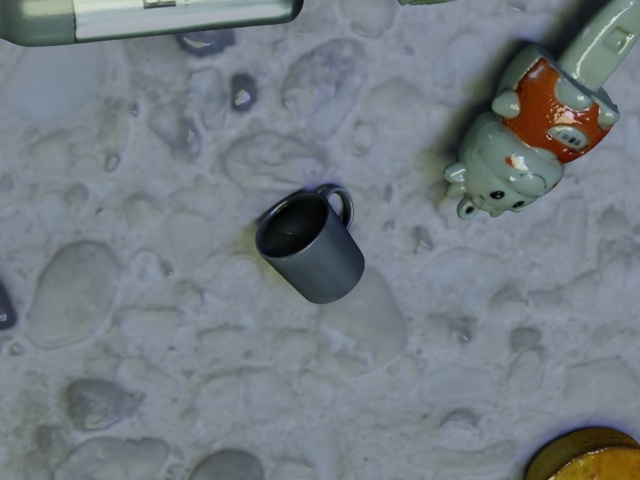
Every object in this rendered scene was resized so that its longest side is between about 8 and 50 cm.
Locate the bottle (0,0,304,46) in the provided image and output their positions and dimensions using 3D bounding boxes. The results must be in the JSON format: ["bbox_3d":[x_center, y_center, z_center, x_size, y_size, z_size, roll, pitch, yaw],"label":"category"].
[{"bbox_3d":[-0.142,-0.208,1.212,0.254,0.079,0.096,-8,85,-10],"label":"bottle"}]

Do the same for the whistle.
[{"bbox_3d":[0.202,-0.113,1.349,0.253,0.106,0.102,-52,160,18],"label":"whistle"}]

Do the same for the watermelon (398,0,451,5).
[{"bbox_3d":[0.098,-0.289,1.220,0.146,0.128,0.231,-12,113,26],"label":"watermelon"}]

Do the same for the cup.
[{"bbox_3d":[0.000,0.000,1.385,0.100,0.078,0.077,-53,130,-16],"label":"cup"}]

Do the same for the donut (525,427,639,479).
[{"bbox_3d":[0.286,0.261,1.626,0.152,0.058,0.152,-7,123,-11],"label":"donut"}]
